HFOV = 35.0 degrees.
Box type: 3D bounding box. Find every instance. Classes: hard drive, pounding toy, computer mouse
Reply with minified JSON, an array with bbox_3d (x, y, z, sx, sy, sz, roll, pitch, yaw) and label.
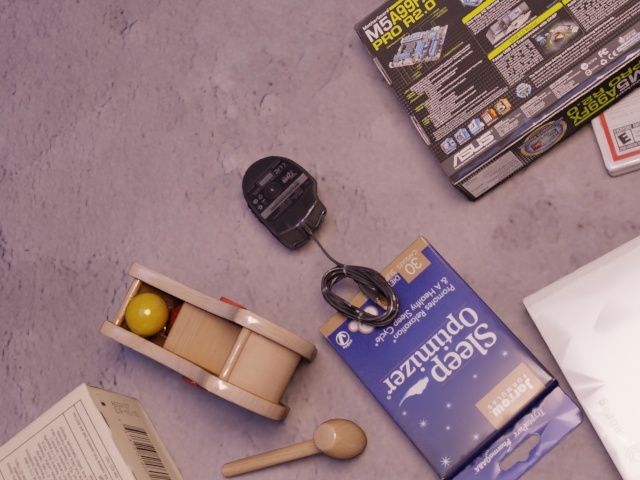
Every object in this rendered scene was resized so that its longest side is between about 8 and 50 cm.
[{"bbox_3d":[0.356,0.064,0.860,0.307,0.040,0.203,-30,66,9],"label":"hard drive"},{"bbox_3d":[-0.096,0.135,0.942,0.269,0.154,0.155,22,82,25],"label":"pounding toy"},{"bbox_3d":[0.000,0.000,1.000,0.071,0.041,0.242,-41,58,3],"label":"computer mouse"}]

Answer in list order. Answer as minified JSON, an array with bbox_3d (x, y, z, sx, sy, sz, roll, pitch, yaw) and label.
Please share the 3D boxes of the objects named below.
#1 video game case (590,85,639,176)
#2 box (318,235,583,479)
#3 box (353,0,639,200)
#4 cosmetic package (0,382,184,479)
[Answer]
[{"bbox_3d":[0.335,-0.219,0.965,0.204,0.025,0.285,-17,69,15],"label":"video game case"},{"bbox_3d":[0.117,0.119,0.935,0.136,0.036,0.225,-43,66,3],"label":"box"},{"bbox_3d":[0.194,-0.202,0.971,0.270,0.060,0.216,-36,62,14],"label":"box"},{"bbox_3d":[-0.287,0.297,0.986,0.309,0.113,0.160,-37,65,7],"label":"cosmetic package"}]
